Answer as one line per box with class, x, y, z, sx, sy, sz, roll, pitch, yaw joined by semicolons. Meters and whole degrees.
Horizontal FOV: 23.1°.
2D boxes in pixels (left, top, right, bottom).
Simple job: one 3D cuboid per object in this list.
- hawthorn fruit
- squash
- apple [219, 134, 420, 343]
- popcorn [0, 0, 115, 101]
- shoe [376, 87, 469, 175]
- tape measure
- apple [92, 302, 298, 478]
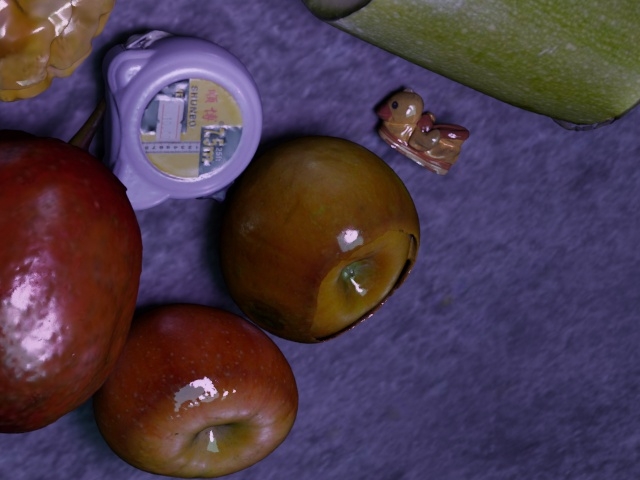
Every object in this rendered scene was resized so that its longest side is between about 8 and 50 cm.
hawthorn fruit;-0.306;0.013;1.604;0.285;0.285;0.369;31;76;-32
squash;0.198;-0.291;1.709;0.384;0.263;0.263;20;101;-32
apple;0.000;0.000;1.757;0.237;0.207;0.237;-17;123;-29
popcorn;-0.311;-0.293;1.492;0.265;0.225;0.332;27;91;-10
shoe;0.120;-0.130;1.852;0.109;0.072;0.069;41;104;6
tape measure;-0.154;-0.129;1.705;0.178;0.105;0.196;2;109;-19
apple;-0.144;0.168;1.785;0.210;0.173;0.235;-41;137;17
